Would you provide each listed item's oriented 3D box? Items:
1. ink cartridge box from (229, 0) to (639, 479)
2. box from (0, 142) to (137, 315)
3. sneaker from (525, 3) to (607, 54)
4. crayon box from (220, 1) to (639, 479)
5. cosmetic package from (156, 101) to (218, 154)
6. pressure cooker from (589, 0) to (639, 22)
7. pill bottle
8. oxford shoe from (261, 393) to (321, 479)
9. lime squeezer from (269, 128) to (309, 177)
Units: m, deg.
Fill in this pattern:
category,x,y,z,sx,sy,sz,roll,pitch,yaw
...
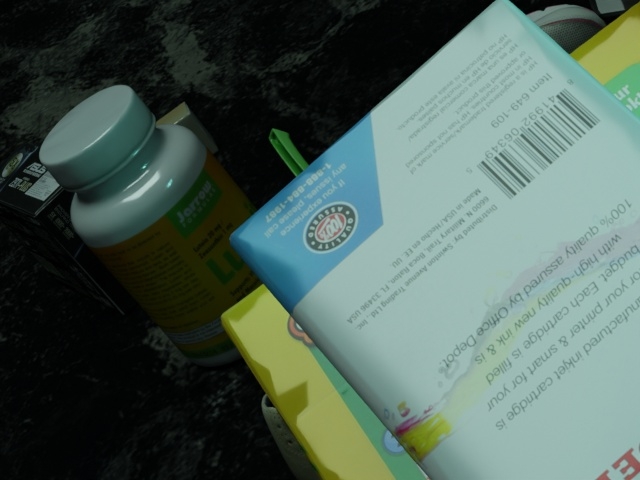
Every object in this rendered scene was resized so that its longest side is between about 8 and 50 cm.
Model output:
category,x,y,z,sx,sy,sz,roll,pitch,yaw
ink cartridge box,0.131,0.057,0.915,0.198,0.197,0.270,-41,58,0
box,-0.255,-0.014,1.796,0.077,0.147,0.180,-46,28,-15
sneaker,0.173,-0.093,1.475,0.252,0.103,0.111,-52,34,-11
crayon box,0.167,0.067,1.078,0.363,0.106,0.313,-36,57,3
cosmetic package,-0.176,-0.093,1.915,0.115,0.060,0.041,-35,28,3
pressure cooker,0.370,-0.287,1.213,0.370,0.420,0.375,32,89,35
pill bottle,-0.134,-0.015,1.547,0.136,0.245,0.136,-29,29,18
oxford shoe,0.139,0.051,1.231,0.397,0.146,0.140,-40,25,-5
lime squeezer,0.000,0.000,1.518,0.059,0.110,0.310,-51,19,32
